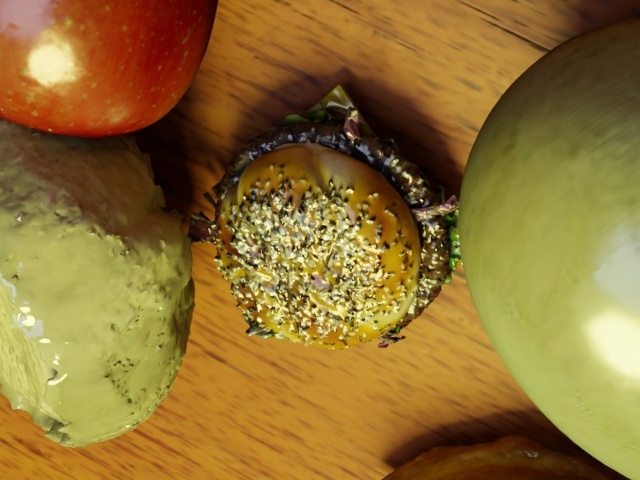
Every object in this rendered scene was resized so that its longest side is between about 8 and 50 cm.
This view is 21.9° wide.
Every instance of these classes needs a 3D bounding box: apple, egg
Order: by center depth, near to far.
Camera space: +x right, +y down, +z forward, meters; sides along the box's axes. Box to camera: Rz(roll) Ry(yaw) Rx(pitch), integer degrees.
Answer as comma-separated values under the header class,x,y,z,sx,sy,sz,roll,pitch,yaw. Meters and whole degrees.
class,x,y,z,sx,sy,sz,roll,pitch,yaw
egg,0.197,0.022,0.866,0.218,0.218,0.295,-15,118,34
apple,-0.142,-0.154,0.969,0.181,0.181,0.168,36,115,5

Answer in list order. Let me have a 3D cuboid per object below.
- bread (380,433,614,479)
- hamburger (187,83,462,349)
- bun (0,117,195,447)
class,x,y,z,sx,sy,sz,roll,pitch,yaw
bread,0.144,0.207,1.062,0.260,0.129,0.134,26,120,11
hamburger,0.000,0.003,1.038,0.164,0.093,0.189,40,130,1
bun,-0.166,0.005,1.064,0.259,0.152,0.259,46,156,27
